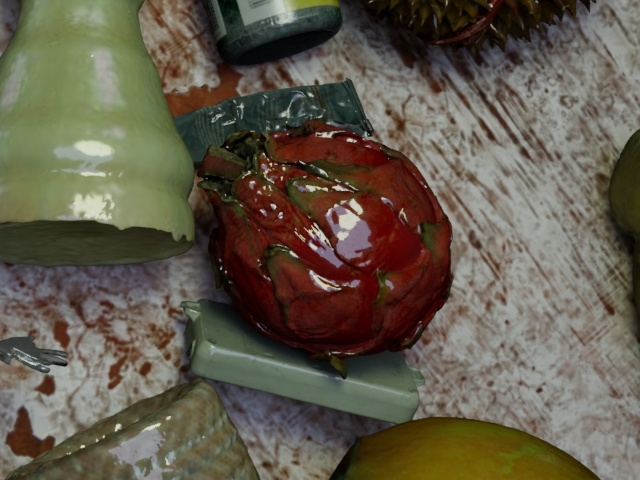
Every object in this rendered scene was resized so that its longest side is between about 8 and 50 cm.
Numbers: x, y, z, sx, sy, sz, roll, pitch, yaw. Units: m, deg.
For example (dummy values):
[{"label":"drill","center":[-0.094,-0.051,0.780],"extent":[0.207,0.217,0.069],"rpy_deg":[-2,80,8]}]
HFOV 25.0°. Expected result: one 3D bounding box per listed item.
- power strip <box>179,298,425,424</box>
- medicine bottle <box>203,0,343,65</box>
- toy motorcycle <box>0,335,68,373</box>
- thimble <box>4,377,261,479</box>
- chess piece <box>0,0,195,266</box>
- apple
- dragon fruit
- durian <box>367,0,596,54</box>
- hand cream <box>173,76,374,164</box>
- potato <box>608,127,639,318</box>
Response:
[{"label":"power strip","center":[-0.022,0.128,1.519],"extent":[0.270,0.118,0.046],"rpy_deg":[16,110,-15]},{"label":"medicine bottle","center":[-0.080,-0.346,1.557],"extent":[0.141,0.141,0.293],"rpy_deg":[-16,87,-19]},{"label":"toy motorcycle","center":[-0.444,0.082,1.356],"extent":[0.401,0.207,0.134],"rpy_deg":[23,105,-17]},{"label":"thimble","center":[-0.180,0.244,1.413],"extent":[0.229,0.196,0.148],"rpy_deg":[-28,92,-20]},{"label":"chess piece","center":[-0.241,-0.204,1.460],"extent":[0.234,0.234,0.442],"rpy_deg":[3,76,-17]},{"label":"apple","center":[0.132,0.363,1.410],"extent":[0.374,0.374,0.384],"rpy_deg":[30,63,-11]},{"label":"dragon fruit","center":[0.000,0.000,1.478],"extent":[0.299,0.244,0.244],"rpy_deg":[31,74,-20]},{"label":"durian","center":[0.158,-0.373,1.556],"extent":[0.384,0.347,0.348],"rpy_deg":[-17,87,-50]},{"label":"hand cream","center":[-0.063,-0.126,1.577],"extent":[0.248,0.052,0.075],"rpy_deg":[-13,87,-18]},{"label":"potato","center":[0.446,0.021,1.628],"extent":[0.202,0.218,0.351],"rpy_deg":[-19,85,-17]}]
